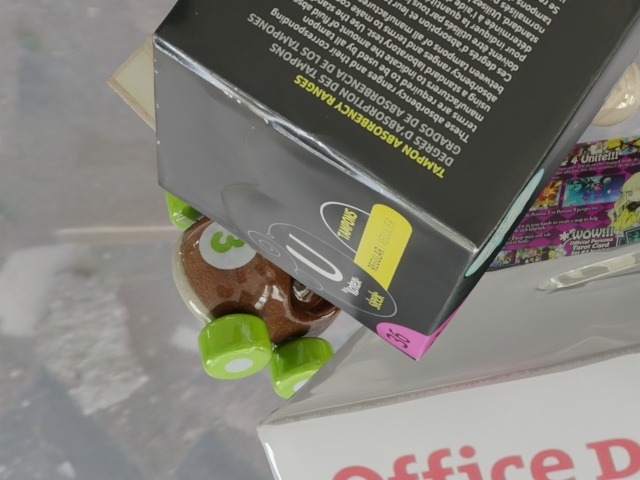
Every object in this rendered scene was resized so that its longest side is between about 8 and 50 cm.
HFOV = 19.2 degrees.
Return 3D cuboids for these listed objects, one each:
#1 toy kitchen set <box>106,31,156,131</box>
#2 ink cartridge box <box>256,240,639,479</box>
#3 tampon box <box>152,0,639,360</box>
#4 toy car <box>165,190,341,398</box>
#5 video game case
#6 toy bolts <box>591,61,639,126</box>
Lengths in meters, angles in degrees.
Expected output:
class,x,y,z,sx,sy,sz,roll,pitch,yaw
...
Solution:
class,x,y,z,sx,sy,sz,roll,pitch,yaw
toy kitchen set,-0.051,-0.087,0.975,0.075,0.083,0.068,45,109,-5
ink cartridge box,0.139,0.159,0.631,0.226,0.131,0.306,-14,102,28
tampon box,0.039,-0.067,0.538,0.101,0.120,0.161,34,74,7
toy car,0.000,0.000,1.369,0.188,0.149,0.155,-33,56,29
video game case,0.190,0.013,1.453,0.232,0.042,0.210,-7,49,26
toy bolts,0.250,-0.206,1.408,0.218,0.228,0.158,-23,69,-11
